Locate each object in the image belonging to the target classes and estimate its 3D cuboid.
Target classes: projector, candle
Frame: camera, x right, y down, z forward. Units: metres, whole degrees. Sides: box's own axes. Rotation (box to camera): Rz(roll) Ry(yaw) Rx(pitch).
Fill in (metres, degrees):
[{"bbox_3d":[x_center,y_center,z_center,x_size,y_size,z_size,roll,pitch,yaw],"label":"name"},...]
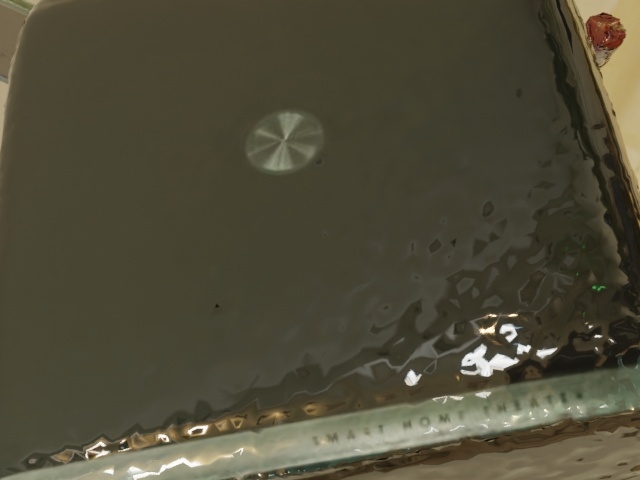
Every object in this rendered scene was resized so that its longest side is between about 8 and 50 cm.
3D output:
[{"bbox_3d":[0.000,0.000,0.668,0.395,0.405,0.242,-13,-33,7],"label":"projector"},{"bbox_3d":[0.335,-0.240,1.164,0.052,0.052,0.131,-58,-5,-2],"label":"candle"}]

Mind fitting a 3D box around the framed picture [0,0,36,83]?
[{"bbox_3d":[-0.301,-0.204,1.102,0.296,0.232,0.019,143,150,-74],"label":"framed picture"}]
